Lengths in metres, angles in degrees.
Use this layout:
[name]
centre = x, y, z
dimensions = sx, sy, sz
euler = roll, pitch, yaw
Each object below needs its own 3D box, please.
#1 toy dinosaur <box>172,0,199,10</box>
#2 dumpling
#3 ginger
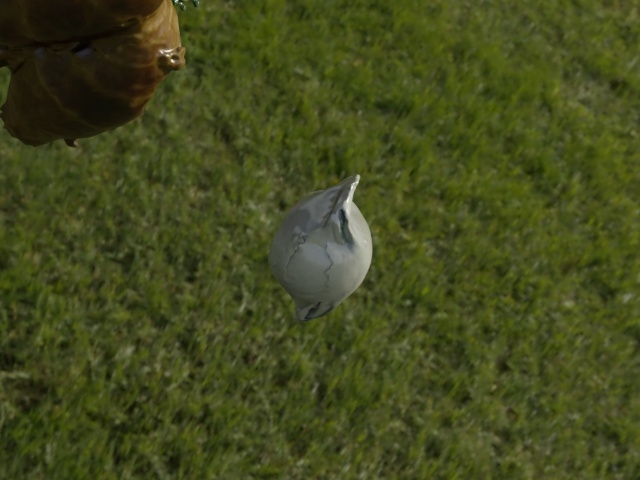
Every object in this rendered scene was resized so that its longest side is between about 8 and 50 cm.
[toy dinosaur]
centre = -0.206, -0.355, 1.507
dimensions = 0.060, 0.029, 0.120
euler = 35, 22, -56
[dumpling]
centre = 0.000, 0.000, 1.197
dimensions = 0.108, 0.188, 0.127
euler = 11, 35, -10
[ginger]
centre = -0.284, -0.229, 1.177
dimensions = 0.274, 0.357, 0.152
euler = -3, 59, -10
